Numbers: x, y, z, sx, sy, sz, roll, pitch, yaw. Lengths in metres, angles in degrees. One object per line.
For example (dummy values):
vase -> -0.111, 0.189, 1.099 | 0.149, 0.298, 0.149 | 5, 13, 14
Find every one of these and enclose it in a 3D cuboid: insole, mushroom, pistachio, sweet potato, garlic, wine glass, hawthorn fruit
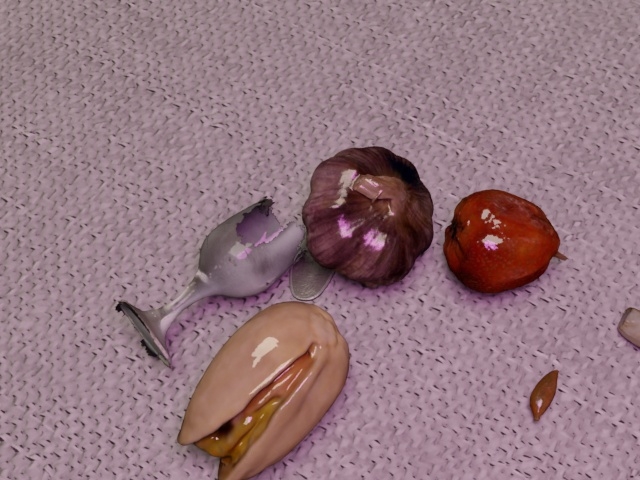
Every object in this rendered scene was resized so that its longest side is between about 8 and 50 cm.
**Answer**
insole -> 0.000, 0.000, 1.573 | 0.080, 0.003, 0.232 | 10, 65, 9
mushroom -> 0.545, 0.178, 1.420 | 0.059, 0.054, 0.202 | -32, 60, -17
pistachio -> -0.084, 0.221, 1.387 | 0.187, 0.187, 0.299 | 41, 79, 21
sweet potato -> 0.346, 0.236, 1.414 | 0.034, 0.034, 0.095 | 24, 58, 15
garlic -> 0.090, -0.047, 1.479 | 0.244, 0.160, 0.245 | 11, 69, -30
wine glass -> -0.170, 0.061, 1.486 | 0.321, 0.143, 0.143 | -40, 67, -16
hawthorn fruit -> 0.287, 0.003, 1.475 | 0.179, 0.173, 0.173 | -8, 60, -29
